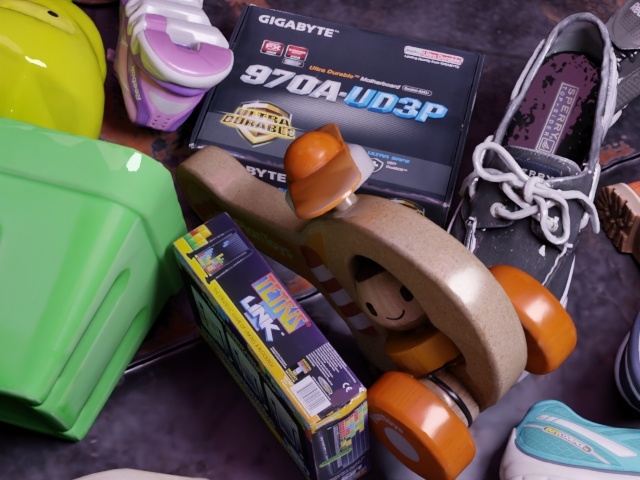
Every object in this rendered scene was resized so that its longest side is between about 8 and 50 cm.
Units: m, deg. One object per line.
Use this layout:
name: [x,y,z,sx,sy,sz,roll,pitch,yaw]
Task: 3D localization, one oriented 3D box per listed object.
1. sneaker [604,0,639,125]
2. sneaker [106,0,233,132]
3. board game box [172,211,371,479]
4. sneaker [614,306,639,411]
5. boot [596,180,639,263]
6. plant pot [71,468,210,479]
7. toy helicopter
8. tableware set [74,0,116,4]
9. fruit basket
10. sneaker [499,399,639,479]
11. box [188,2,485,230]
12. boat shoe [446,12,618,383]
sneaker: [0.263,-0.162,1.138,0.234,0.106,0.078,-26,60,-21]
sneaker: [-0.144,-0.182,1.120,0.095,0.104,0.236,9,42,-23]
board game box: [-0.031,0.083,0.913,0.048,0.141,0.170,-32,63,-13]
sneaker: [0.305,0.007,0.914,0.099,0.153,0.282,33,92,12]
boot: [0.299,0.008,1.052,0.085,0.059,0.158,-13,55,-19]
plant pot: [-0.063,0.289,0.659,0.334,0.333,0.305,-22,35,-19]
toy helicopter: [0.000,0.000,0.923,0.140,0.235,0.355,-44,42,-18]
tableware set: [-0.180,-0.296,1.237,0.128,0.039,0.194,27,57,14]
fruit basket: [-0.265,-0.069,0.951,0.392,0.283,0.392,0,72,0]
sneaker: [0.265,0.174,0.905,0.275,0.107,0.110,15,45,5]
box: [0.017,-0.105,1.110,0.220,0.051,0.175,14,55,6]
boat shoe: [0.165,-0.035,1.006,0.113,0.105,0.306,23,72,14]
